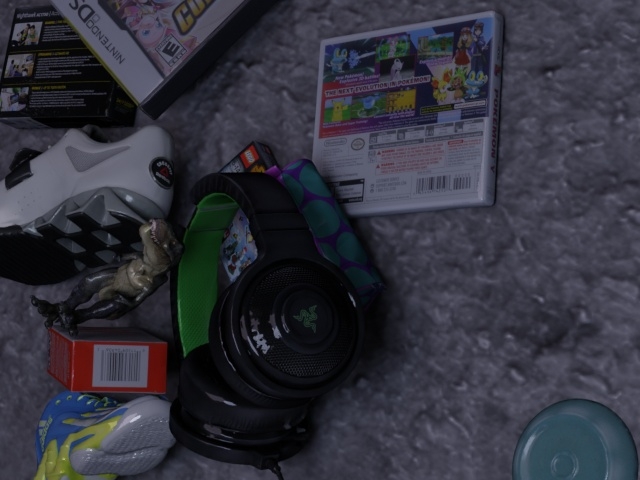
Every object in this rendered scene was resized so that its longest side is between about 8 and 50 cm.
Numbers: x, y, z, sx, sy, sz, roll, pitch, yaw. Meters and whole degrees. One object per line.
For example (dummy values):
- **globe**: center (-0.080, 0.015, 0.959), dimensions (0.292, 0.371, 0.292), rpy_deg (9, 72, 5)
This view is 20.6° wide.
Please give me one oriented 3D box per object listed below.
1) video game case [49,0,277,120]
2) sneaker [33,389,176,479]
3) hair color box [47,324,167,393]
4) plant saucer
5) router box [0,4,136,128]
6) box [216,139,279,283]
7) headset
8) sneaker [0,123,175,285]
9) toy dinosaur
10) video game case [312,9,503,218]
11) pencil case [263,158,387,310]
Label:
- **video game case**: center (-0.144, -0.296, 1.832), dimensions (0.275, 0.035, 0.248), rpy_deg (-44, 55, 4)
- **sneaker**: center (-0.227, 0.184, 1.744), dimensions (0.240, 0.091, 0.126), rpy_deg (-40, 50, 37)
- **hair color box**: center (-0.210, 0.115, 1.714), dimensions (0.167, 0.093, 0.053), rpy_deg (-167, 80, -74)
- **plant saucer**: center (0.209, 0.191, 1.480), dimensions (0.119, 0.021, 0.119), rpy_deg (-11, 71, 34)
- **router box**: center (-0.272, -0.191, 1.924), dimensions (0.179, 0.046, 0.133), rpy_deg (3, 78, 37)
- **box**: center (-0.065, -0.018, 1.736), dimensions (0.094, 0.027, 0.137), rpy_deg (-40, 58, 21)
- **headset**: center (-0.026, 0.118, 1.590), dimensions (0.243, 0.185, 0.394), rpy_deg (-61, 39, 47)
- **sneaker**: center (-0.273, -0.045, 1.858), dimensions (0.330, 0.122, 0.146), rpy_deg (-8, 55, 36)
- **toy dinosaur**: center (-0.208, 0.052, 1.694), dimensions (0.064, 0.118, 0.268), rpy_deg (65, 155, 6)
- **video game case**: center (0.079, -0.115, 1.660), dimensions (0.201, 0.023, 0.183), rpy_deg (-5, 75, 37)
- **pencil case**: center (0.000, 0.000, 1.638), dimensions (0.064, 0.070, 0.152), rpy_deg (-36, 72, 18)
